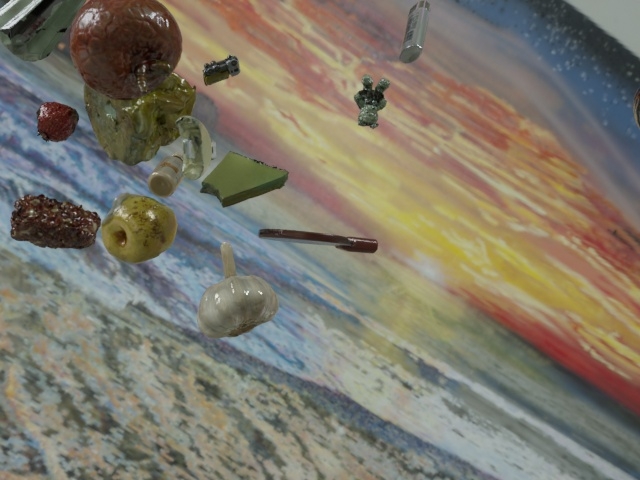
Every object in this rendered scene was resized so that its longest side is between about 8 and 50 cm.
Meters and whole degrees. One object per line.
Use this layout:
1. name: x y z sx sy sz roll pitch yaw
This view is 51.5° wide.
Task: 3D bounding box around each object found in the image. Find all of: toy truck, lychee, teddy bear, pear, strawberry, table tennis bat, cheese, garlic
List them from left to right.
1. strawberry: -0.614 -0.277 1.549 0.106 0.106 0.106 32 -7 4
2. lychee: -0.438 -0.439 1.497 0.300 0.255 0.255 45 2 39
3. pear: -0.647 -0.041 2.388 0.271 0.271 0.271 32 -7 4
4. cheese: -0.254 -0.195 1.402 0.049 0.127 0.235 -1 8 3
5. toy truck: -0.311 -0.530 2.072 0.052 0.123 0.063 -123 -166 -48
6. garlic: -0.217 0.111 1.580 0.199 0.199 0.226 62 9 -76
7. table tennis bat: 0.000 0.000 2.099 0.414 0.051 0.268 7 -3 -29
8. teddy bear: 0.180 -0.512 2.501 0.133 0.213 0.111 13 -8 -15

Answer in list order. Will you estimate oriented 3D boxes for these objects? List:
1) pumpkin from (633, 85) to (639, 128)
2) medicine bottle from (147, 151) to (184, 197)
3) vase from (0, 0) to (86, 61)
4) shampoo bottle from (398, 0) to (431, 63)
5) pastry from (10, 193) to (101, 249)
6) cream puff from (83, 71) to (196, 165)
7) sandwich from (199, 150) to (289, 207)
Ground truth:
1. pumpkin: 1.091 -0.442 2.006 0.295 0.296 0.296 32 -7 4
2. medicine bottle: -0.594 -0.272 2.630 0.114 0.114 0.252 34 30 -13
3. vase: -0.716 -0.652 1.795 0.165 0.360 0.165 46 6 -6
4. shampoo bottle: 0.303 -0.668 2.120 0.055 0.228 0.086 32 -37 -25
5. pastry: -0.624 -0.036 1.567 0.208 0.115 0.097 18 41 -40
6. cream puff: -0.516 -0.388 1.942 0.291 0.257 0.324 51 -39 19
7. sandwich: -0.262 -0.185 2.240 0.244 0.212 0.063 21 -36 22
